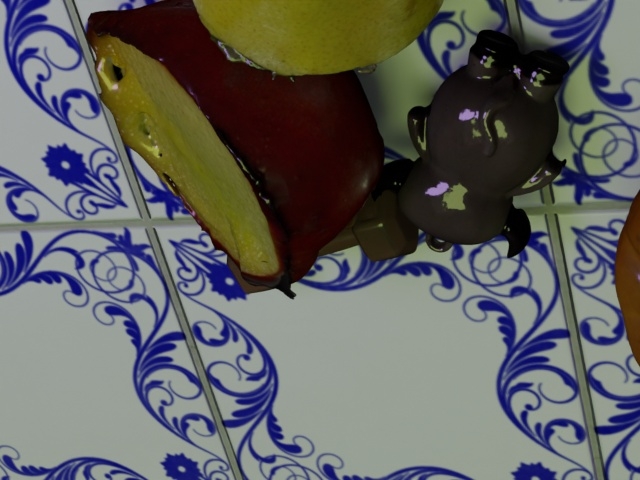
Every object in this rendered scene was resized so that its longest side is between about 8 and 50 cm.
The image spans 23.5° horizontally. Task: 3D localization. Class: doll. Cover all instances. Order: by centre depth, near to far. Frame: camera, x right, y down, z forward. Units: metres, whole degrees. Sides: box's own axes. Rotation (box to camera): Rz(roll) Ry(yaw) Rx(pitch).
[{"bbox_3d":[0.163,-0.094,1.609,0.182,0.117,0.257,23,129,5],"label":"doll"}]

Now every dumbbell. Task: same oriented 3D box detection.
[{"bbox_3d":[0.000,0.000,1.764,0.231,0.092,0.082,-16,146,28],"label":"dumbbell"}]

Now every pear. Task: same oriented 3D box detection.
[{"bbox_3d":[-0.001,-0.287,1.422,0.267,0.267,0.178,23,171,3],"label":"pear"}]

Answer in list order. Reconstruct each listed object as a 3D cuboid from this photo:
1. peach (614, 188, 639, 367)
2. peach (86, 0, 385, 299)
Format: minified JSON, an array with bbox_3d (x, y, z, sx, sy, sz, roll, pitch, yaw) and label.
[{"bbox_3d":[0.466,0.040,1.479,0.343,0.302,0.342,42,144,42],"label":"peach"},{"bbox_3d":[-0.076,-0.139,1.621,0.361,0.201,0.258,48,157,5],"label":"peach"}]
